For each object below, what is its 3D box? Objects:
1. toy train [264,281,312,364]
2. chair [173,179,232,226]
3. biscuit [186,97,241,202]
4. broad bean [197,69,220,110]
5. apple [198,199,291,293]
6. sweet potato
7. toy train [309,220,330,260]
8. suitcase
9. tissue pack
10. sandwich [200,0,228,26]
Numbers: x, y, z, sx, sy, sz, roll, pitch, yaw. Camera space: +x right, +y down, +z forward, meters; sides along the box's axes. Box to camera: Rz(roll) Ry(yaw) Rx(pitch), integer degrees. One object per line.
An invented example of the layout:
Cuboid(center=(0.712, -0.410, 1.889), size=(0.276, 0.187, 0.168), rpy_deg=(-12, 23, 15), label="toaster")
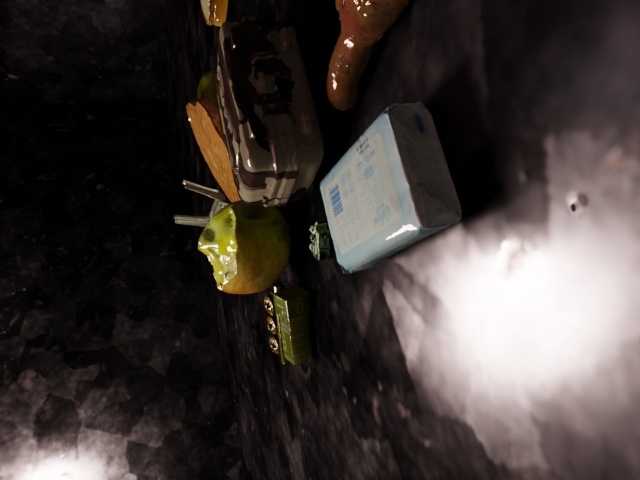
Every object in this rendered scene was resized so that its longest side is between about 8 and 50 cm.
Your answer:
Cuboid(center=(-0.079, 0.226, 1.291), size=(0.137, 0.090, 0.226), rpy_deg=(18, 119, 55), label="toy train")
Cuboid(center=(-0.401, -0.096, 1.842), size=(0.203, 0.274, 0.191), rpy_deg=(-147, 73, -71), label="chair")
Cuboid(center=(-0.331, -0.274, 1.605), size=(0.365, 0.062, 0.385), rpy_deg=(22, 139, 62), label="biscuit")
Cuboid(center=(-0.364, -0.470, 1.711), size=(0.291, 0.119, 0.238), rpy_deg=(-142, 44, -61), label="broad bean")
Cuboid(center=(-0.196, 0.009, 1.286), size=(0.226, 0.246, 0.246), rpy_deg=(112, 144, -48), label="apple")
Cuboid(center=(0.066, -0.329, 0.696), size=(0.385, 0.109, 0.109), rpy_deg=(127, 131, -69), label="sweet potato")
Cuboid(center=(0.000, 0.000, 1.076), size=(0.053, 0.033, 0.083), rpy_deg=(41, 135, 52), label="toy train")
Cuboid(center=(-0.114, -0.255, 1.062), size=(0.339, 0.193, 0.352), rpy_deg=(124, 135, -69), label="suitcase")
Cuboid(center=(0.093, -0.066, 0.743), size=(0.263, 0.089, 0.177), rpy_deg=(142, 116, -63), label="tissue pack")
Cuboid(center=(-0.352, -0.842, 1.617), size=(0.215, 0.065, 0.186), rpy_deg=(114, 141, -53), label="sandwich")
